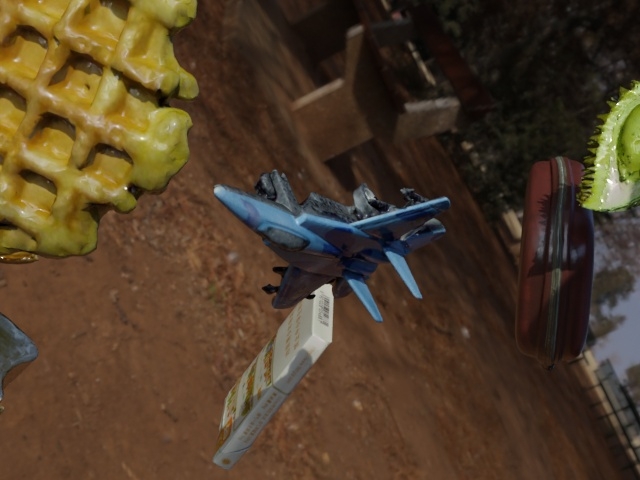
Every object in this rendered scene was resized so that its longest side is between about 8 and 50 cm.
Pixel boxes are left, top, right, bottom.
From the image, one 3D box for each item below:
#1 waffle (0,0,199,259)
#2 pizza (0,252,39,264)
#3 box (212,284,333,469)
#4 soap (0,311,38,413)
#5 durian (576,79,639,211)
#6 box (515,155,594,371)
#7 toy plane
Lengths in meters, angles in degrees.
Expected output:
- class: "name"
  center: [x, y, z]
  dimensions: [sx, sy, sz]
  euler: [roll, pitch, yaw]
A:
- class: "waffle"
  center: [-0.222, -0.128, 0.573]
  dimensions: [0.058, 0.300, 0.282]
  euler: [-19, 111, -75]
- class: "pizza"
  center: [-0.480, -0.080, 1.222]
  dimensions: [0.251, 0.287, 0.074]
  euler: [54, -4, -32]
- class: "box"
  center: [-0.056, 0.158, 0.978]
  dimensions: [0.032, 0.220, 0.122]
  euler: [30, 25, -14]
- class: "soap"
  center: [-0.415, 0.122, 0.910]
  dimensions: [0.173, 0.274, 0.089]
  euler: [41, 59, -12]
- class: "durian"
  center: [0.482, -0.138, 1.054]
  dimensions: [0.158, 0.351, 0.169]
  euler: [48, 21, -47]
- class: "box"
  center: [0.377, 0.020, 1.338]
  dimensions: [0.404, 0.108, 0.263]
  euler: [-59, 150, -62]
- class: "toy plane"
  center: [-0.003, -0.007, 0.607]
  dimensions: [0.246, 0.169, 0.078]
  euler: [30, 34, -49]
